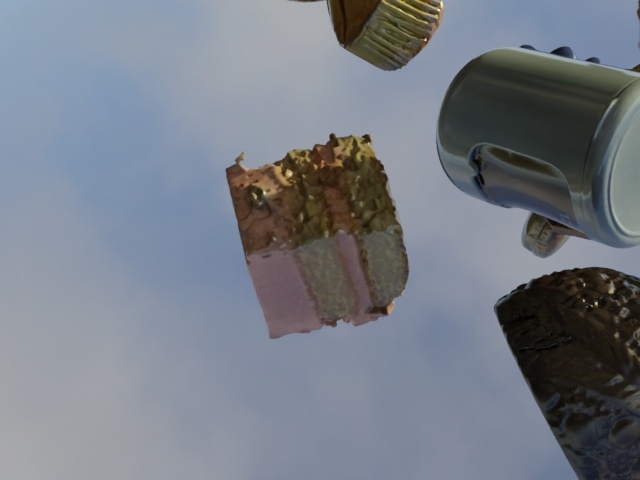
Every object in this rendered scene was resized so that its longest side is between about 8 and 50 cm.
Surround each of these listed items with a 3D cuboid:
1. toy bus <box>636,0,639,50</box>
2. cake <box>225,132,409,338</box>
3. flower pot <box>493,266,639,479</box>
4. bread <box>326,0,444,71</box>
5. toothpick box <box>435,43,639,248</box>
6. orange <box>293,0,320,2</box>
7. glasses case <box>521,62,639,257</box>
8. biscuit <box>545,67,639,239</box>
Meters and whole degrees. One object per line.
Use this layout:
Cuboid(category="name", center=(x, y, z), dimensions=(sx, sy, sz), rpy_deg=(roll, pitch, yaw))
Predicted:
Cuboid(category="toy bus", center=(0.728, -0.466, 2.590), dimensions=(0.294, 0.197, 0.231), rpy_deg=(-53, -136, 48))
Cuboid(category="cake", center=(0.000, 0.000, 2.674), dimensions=(0.307, 0.293, 0.314), rpy_deg=(-13, -141, -2))
Cuboid(category="flower pot", center=(0.372, 0.126, 1.539), dimensions=(0.267, 0.266, 0.266), rpy_deg=(-28, -154, 8))
Cuboid(category="bread", center=(0.121, -0.443, 2.510), dimensions=(0.204, 0.156, 0.288), rpy_deg=(-54, -150, 22))
Cuboid(category="toothpick box", center=(0.326, -0.156, 1.916), dimensions=(0.355, 0.263, 0.263), rpy_deg=(21, -121, 42))
Cuboid(category="orange", center=(-0.006, -0.484, 2.099), dimensions=(0.264, 0.264, 0.264), rpy_deg=(-28, -154, 16))
Cuboid(category="glasses case", center=(0.517, -0.152, 2.579), dimensions=(0.425, 0.098, 0.156), rpy_deg=(-55, 166, -9))
Cuboid(category="biscuit", center=(0.525, -0.153, 2.391), dimensions=(0.359, 0.046, 0.359), rpy_deg=(-13, -122, 21))
